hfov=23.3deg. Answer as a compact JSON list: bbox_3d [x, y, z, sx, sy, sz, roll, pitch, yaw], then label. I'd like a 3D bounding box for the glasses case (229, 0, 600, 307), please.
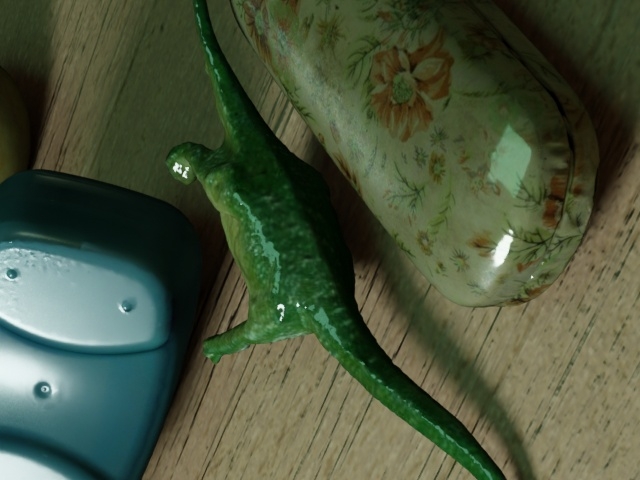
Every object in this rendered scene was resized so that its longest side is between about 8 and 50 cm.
[{"bbox_3d":[0.046,-0.124,1.053,0.425,0.098,0.156,56,135,42],"label":"glasses case"}]

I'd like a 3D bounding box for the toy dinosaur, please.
[{"bbox_3d":[0.000,0.000,1.074,0.301,0.087,0.447,-10,95,61],"label":"toy dinosaur"}]

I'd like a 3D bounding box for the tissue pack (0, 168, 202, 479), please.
[{"bbox_3d":[-0.211,0.087,1.272,0.206,0.198,0.287,-92,17,-70],"label":"tissue pack"}]

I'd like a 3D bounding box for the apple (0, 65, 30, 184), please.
[{"bbox_3d":[-0.419,-0.087,1.542,0.257,0.257,0.234,29,106,51],"label":"apple"}]
